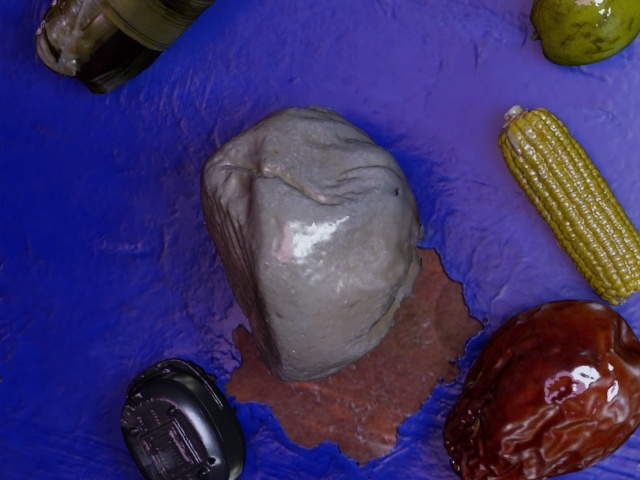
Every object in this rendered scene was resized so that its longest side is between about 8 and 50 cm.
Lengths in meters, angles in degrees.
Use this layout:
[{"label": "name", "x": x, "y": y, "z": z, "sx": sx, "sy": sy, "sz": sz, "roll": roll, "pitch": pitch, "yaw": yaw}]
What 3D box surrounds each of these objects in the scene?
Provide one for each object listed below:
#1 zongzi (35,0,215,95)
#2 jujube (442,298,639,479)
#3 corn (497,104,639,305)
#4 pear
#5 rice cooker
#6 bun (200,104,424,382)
[{"label": "zongzi", "x": -0.231, "y": -0.343, "z": 1.426, "sx": 0.286, "sy": 0.134, "sz": 0.288, "roll": -41, "pitch": 69, "yaw": 17}, {"label": "jujube", "x": 0.225, "y": 0.164, "z": 1.318, "sx": 0.236, "sy": 0.168, "sz": 0.168, "roll": -43, "pitch": 82, "yaw": 28}, {"label": "corn", "x": 0.264, "y": -0.038, "z": 1.328, "sx": 0.080, "sy": 0.080, "sz": 0.238, "roll": -33, "pitch": 87, "yaw": 14}, {"label": "pear", "x": 0.273, "y": -0.235, "z": 1.302, "sx": 0.131, "sy": 0.107, "sz": 0.107, "roll": -28, "pitch": 86, "yaw": 10}, {"label": "rice cooker", "x": -0.154, "y": 0.217, "z": 1.436, "sx": 0.112, "sy": 0.106, "sz": 0.165, "roll": -31, "pitch": 96, "yaw": 18}, {"label": "bun", "x": 0.001, "y": -0.005, "z": 1.326, "sx": 0.204, "sy": 0.281, "sz": 0.282, "roll": -24, "pitch": 86, "yaw": -11}]
